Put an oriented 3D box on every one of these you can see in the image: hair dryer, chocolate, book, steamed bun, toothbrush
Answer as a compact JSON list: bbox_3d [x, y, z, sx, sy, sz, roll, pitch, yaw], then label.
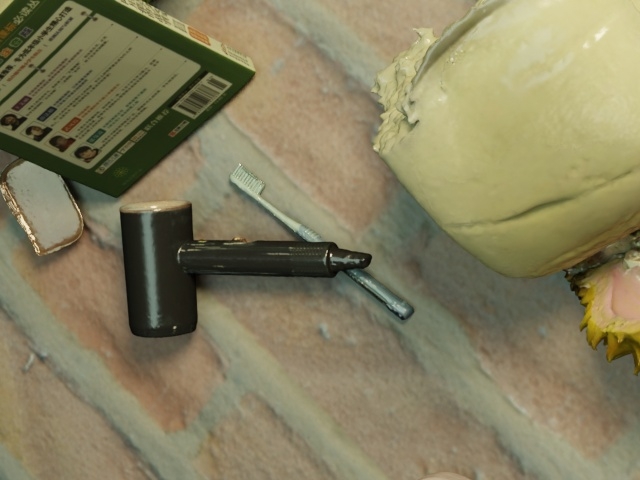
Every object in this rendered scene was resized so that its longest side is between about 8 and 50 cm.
[{"bbox_3d":[-0.071,0.032,1.695,0.255,0.070,0.128,3,100,26],"label":"hair dryer"},{"bbox_3d":[-0.271,-0.038,1.803,0.064,0.031,0.100,-32,87,7],"label":"chocolate"},{"bbox_3d":[-0.215,-0.142,1.646,0.202,0.264,0.027,-39,52,25],"label":"book"},{"bbox_3d":[0.174,-0.111,1.458,0.290,0.272,0.273,-39,81,28],"label":"steamed bun"},{"bbox_3d":[0.000,0.000,1.692,0.219,0.016,0.019,40,103,16],"label":"toothbrush"}]

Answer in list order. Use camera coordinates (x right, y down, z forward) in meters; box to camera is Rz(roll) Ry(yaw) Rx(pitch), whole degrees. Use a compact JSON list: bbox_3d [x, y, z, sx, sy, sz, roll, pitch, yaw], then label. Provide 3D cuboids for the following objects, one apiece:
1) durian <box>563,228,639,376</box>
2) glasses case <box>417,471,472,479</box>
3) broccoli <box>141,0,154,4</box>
[{"bbox_3d":[0.371,0.061,1.488,0.305,0.185,0.195,-26,109,18],"label":"durian"},{"bbox_3d":[0.190,0.314,1.614,0.297,0.075,0.113,31,108,17],"label":"glasses case"},{"bbox_3d":[-0.258,-0.303,1.573,0.252,0.361,0.221,16,119,24],"label":"broccoli"}]
